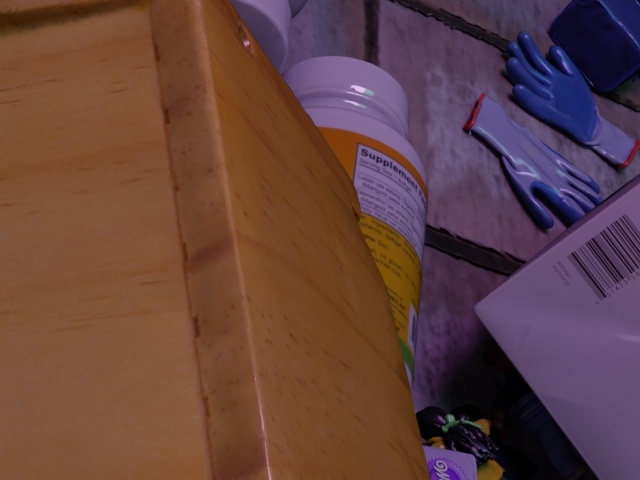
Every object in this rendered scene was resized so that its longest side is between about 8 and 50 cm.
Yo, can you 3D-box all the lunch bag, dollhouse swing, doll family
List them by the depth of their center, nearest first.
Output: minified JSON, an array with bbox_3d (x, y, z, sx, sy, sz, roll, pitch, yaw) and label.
[{"bbox_3d":[-0.139,0.089,0.674,0.315,0.305,0.346,53,20,-52],"label":"dollhouse swing"},{"bbox_3d":[0.113,0.143,0.984,0.111,0.076,0.193,52,40,9],"label":"doll family"},{"bbox_3d":[0.270,-0.189,1.319,0.098,0.067,0.065,52,45,1],"label":"lunch bag"}]

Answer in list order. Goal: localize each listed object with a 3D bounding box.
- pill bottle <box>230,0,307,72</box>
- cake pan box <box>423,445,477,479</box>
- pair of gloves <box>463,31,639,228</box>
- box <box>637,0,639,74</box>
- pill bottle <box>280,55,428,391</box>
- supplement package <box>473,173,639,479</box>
[{"bbox_3d":[-0.075,-0.240,1.031,0.152,0.152,0.272,21,51,-25],"label":"pill bottle"},{"bbox_3d":[-0.025,0.222,0.800,0.246,0.070,0.266,15,55,-20],"label":"cake pan box"},{"bbox_3d":[0.204,-0.091,1.237,0.159,0.023,0.198,41,45,-8],"label":"pair of gloves"},{"bbox_3d":[0.356,-0.251,1.402,0.184,0.103,0.261,-31,82,-42],"label":"box"},{"bbox_3d":[0.000,0.000,0.941,0.136,0.136,0.245,25,49,-22],"label":"pill bottle"},{"bbox_3d":[0.272,0.044,1.022,0.198,0.199,0.263,54,23,5],"label":"supplement package"}]
